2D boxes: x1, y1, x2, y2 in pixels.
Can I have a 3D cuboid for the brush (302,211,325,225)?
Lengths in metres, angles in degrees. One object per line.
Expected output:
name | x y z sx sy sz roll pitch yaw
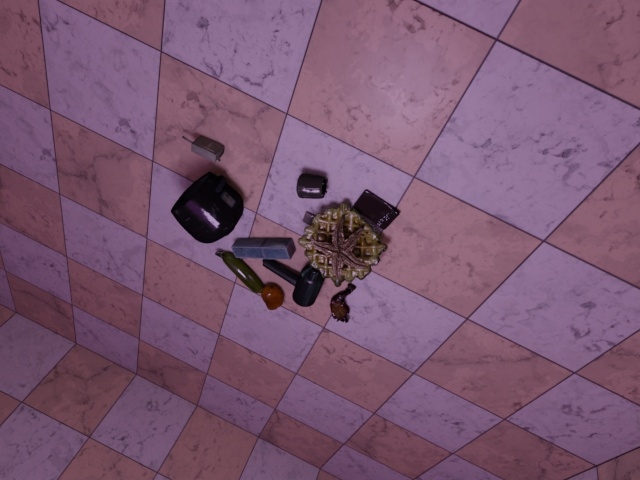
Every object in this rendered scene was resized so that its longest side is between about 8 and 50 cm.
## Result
brush | 0.072 -0.019 1.846 0.321 0.050 0.060 26 137 3

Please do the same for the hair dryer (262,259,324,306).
hair dryer | -0.125 0.132 2.030 0.302 0.116 0.244 29 131 9

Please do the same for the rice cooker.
rice cooker | -0.447 -0.129 1.851 0.267 0.267 0.224 -26 121 37

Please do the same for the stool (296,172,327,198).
stool | -0.032 -0.201 1.708 0.110 0.096 0.096 7 130 14

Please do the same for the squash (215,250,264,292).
squash | -0.367 0.155 2.166 0.318 0.071 0.080 45 132 -15

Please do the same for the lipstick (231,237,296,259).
lipstick | -0.256 0.035 2.014 0.289 0.076 0.077 0 129 24

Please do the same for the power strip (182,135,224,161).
power strip | -0.457 -0.365 1.771 0.175 0.075 0.042 25 135 2

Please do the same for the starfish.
starfish | 0.073 0.028 1.726 0.240 0.043 0.227 22 90 -4

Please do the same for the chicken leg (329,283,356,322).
chicken leg | 0.098 0.286 2.085 0.105 0.051 0.253 14 131 4

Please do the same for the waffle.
waffle | 0.083 0.018 1.786 0.297 0.073 0.317 -41 96 13

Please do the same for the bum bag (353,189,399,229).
bum bag | 0.207 -0.114 1.719 0.159 0.026 0.109 32 134 -4

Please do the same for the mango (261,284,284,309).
mango | -0.228 0.271 2.198 0.105 0.084 0.159 -8 145 -1
